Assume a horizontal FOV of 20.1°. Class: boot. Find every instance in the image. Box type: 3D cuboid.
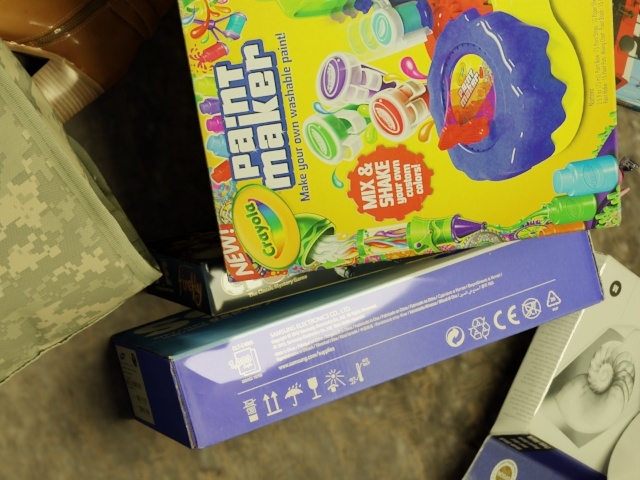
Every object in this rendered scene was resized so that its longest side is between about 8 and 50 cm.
[{"bbox_3d":[-0.210,-0.195,1.336,0.152,0.073,0.197,-47,120,-11],"label":"boot"}]

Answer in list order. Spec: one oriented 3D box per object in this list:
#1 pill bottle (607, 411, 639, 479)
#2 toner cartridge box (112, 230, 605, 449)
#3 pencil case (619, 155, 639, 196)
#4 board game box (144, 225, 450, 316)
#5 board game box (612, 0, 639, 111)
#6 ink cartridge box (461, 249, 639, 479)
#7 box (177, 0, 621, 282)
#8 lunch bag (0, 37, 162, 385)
[{"bbox_3d":[0.415,0.300,1.503,0.229,0.229,0.407,-45,116,-13],"label":"pill bottle"},{"bbox_3d":[0.028,0.060,1.396,0.348,0.165,0.075,-18,100,-20],"label":"toner cartridge box"},{"bbox_3d":[0.166,-0.109,1.473,0.095,0.098,0.209,-43,107,-13],"label":"pencil case"},{"bbox_3d":[0.000,0.000,1.380,0.243,0.165,0.042,-15,99,-20],"label":"board game box"},{"bbox_3d":[0.308,-0.184,1.555,0.211,0.039,0.160,16,88,-22],"label":"board game box"},{"bbox_3d":[0.243,0.148,1.516,0.223,0.045,0.224,30,83,-39],"label":"ink cartridge box"},{"bbox_3d":[0.047,-0.154,1.233,0.279,0.177,0.290,-9,121,0],"label":"box"},{"bbox_3d":[-0.276,-0.015,1.249,0.235,0.169,0.287,-34,124,-3],"label":"lunch bag"}]
